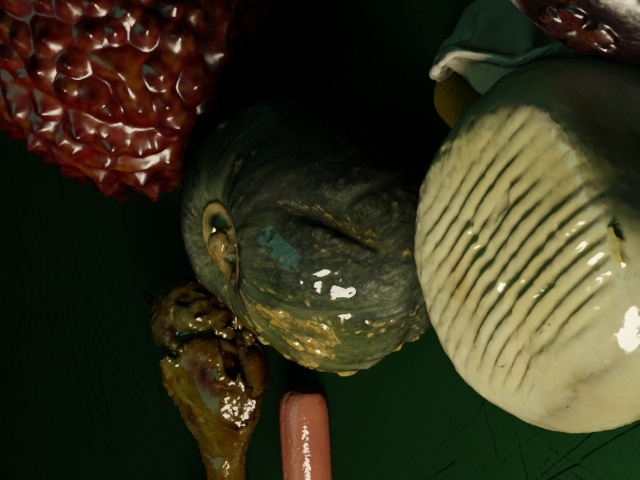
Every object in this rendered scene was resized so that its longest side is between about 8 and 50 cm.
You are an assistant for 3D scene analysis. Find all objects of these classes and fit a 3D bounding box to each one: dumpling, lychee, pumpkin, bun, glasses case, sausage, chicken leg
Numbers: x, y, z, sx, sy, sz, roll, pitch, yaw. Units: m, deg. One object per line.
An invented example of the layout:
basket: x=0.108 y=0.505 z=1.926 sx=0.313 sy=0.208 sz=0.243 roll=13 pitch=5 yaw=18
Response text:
dumpling: x=0.176 y=-0.188 z=1.868 sx=0.229 sy=0.151 sz=0.124 roll=-167 pitch=62 yaw=-75
lychee: x=-0.252 y=-0.277 z=2.248 sx=0.424 sy=0.424 sz=0.500 roll=-62 pitch=37 yaw=38
pumpkin: x=0.000 y=0.000 z=2.063 sx=0.328 sy=0.257 sz=0.291 roll=53 pitch=148 yaw=36
bun: x=0.252 y=0.005 z=1.754 sx=0.361 sy=0.213 sz=0.361 roll=19 pitch=113 yaw=55
glasses case: x=0.197 y=-0.115 z=1.940 sx=0.234 sy=0.064 sz=0.079 roll=43 pitch=135 yaw=42
sausage: x=-0.018 y=0.259 z=2.291 sx=0.062 sy=0.062 sz=0.154 roll=3 pitch=98 yaw=54
chicken leg: x=-0.124 y=0.221 z=2.383 sx=0.211 sy=0.140 sz=0.361 roll=178 pitch=76 yaw=-75

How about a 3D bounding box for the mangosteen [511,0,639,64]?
mangosteen: x=0.287 y=-0.294 z=1.663 sx=0.287 sy=0.287 sz=0.233 roll=2 pitch=124 yaw=54
